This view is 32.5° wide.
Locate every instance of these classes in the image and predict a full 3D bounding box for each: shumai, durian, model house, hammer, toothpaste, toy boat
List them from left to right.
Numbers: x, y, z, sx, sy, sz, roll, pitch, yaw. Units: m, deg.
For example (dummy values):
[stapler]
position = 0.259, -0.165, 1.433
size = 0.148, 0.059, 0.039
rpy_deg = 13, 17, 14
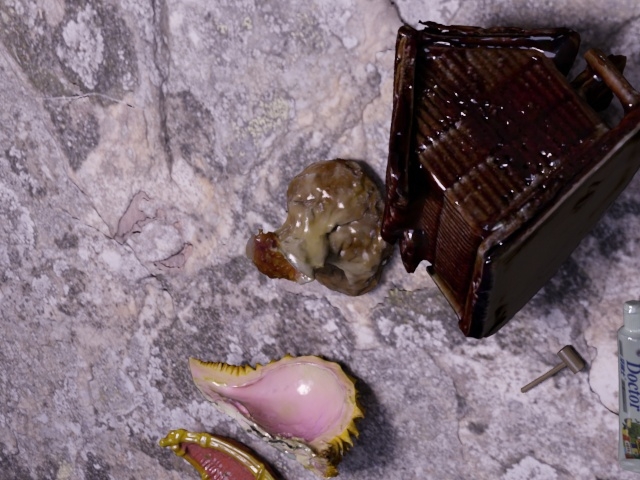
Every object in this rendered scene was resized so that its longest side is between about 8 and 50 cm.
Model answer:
[toy boat]
position = -0.124, 0.415, 1.822
size = 0.318, 0.099, 0.141
rpy_deg = 40, 133, 10
[durian]
position = -0.052, 0.279, 1.676
size = 0.305, 0.185, 0.195
rpy_deg = 16, 139, 34
[shumai]
position = 0.000, 0.000, 1.501
size = 0.161, 0.153, 0.209
rpy_deg = 27, 128, 32
[model house]
position = 0.193, -0.101, 1.299
size = 0.282, 0.297, 0.317
rpy_deg = 47, 166, 22
[hammer]
position = 0.301, 0.176, 1.451
size = 0.035, 0.019, 0.110
rpy_deg = 51, 136, 5
[toothpaste]
position = 0.400, 0.190, 1.373
size = 0.067, 0.037, 0.255
rpy_deg = 6, 119, 34
